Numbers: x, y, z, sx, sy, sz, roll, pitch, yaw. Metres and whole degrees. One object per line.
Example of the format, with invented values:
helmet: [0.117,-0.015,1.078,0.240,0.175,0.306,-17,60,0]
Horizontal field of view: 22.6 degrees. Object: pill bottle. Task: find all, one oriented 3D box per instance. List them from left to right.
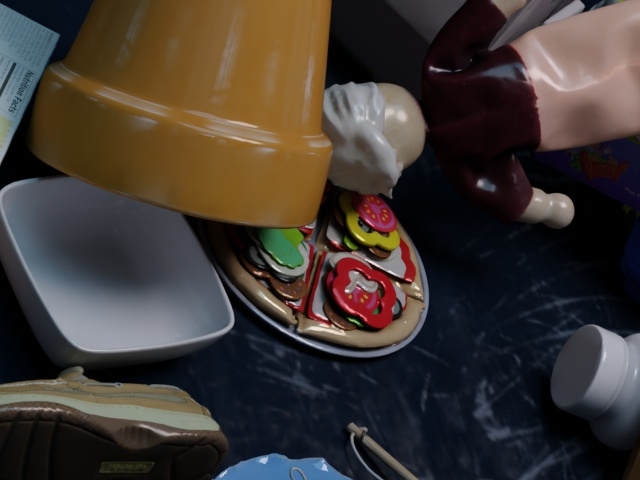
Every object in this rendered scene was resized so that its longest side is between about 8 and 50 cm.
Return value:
pill bottle: [0.266,0.127,1.235,0.169,0.094,0.094,24,41,-19]

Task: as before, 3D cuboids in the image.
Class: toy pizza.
toy pizza: [0.000,0.000,1.198,0.201,0.032,0.201,22,42,-21]

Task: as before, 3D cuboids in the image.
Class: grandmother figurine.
grandmother figurine: [0.152,-0.106,1.222,0.342,0.104,0.208,-13,97,-7]

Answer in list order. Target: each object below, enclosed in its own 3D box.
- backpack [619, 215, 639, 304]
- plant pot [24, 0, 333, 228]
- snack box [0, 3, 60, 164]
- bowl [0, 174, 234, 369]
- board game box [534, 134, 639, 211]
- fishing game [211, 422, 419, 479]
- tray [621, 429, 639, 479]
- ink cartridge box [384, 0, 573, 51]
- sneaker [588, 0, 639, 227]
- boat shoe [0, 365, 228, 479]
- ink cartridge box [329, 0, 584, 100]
backpack: [0.327,0.026,1.364,0.120,0.101,0.098,29,41,24]
plant pot: [-0.076,-0.129,1.075,0.205,0.188,0.205,16,11,-3]
snack box: [-0.296,-0.067,1.005,0.187,0.060,0.322,28,40,-13]
bowl: [-0.141,0.025,1.044,0.142,0.053,0.142,-7,57,-41]
board game box: [0.388,-0.087,1.331,0.347,0.078,0.233,29,57,24]
fishing game: [0.014,0.191,0.976,0.189,0.041,0.264,41,29,23]
tray: [0.420,0.216,1.203,0.411,0.076,0.203,24,82,-19]
ink cartridge box: [0.163,-0.305,1.344,0.198,0.197,0.270,44,39,6]
sneaker: [0.354,-0.102,1.491,0.145,0.147,0.385,5,52,-38]
boat shoe: [-0.148,0.108,0.959,0.190,0.068,0.072,14,31,-42]
ink cartridge box: [0.118,-0.208,1.449,0.160,0.092,0.219,45,39,8]
